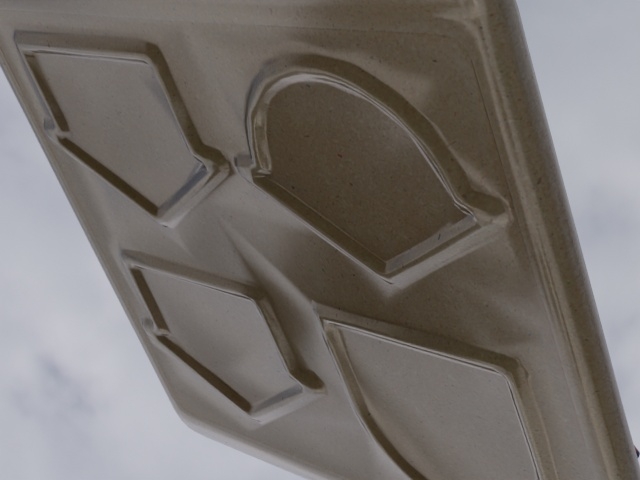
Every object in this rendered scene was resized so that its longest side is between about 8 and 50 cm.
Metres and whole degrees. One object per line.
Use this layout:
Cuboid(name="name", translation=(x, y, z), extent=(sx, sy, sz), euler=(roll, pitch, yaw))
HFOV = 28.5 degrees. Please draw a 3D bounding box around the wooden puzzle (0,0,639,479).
Cuboid(name="wooden puzzle", translation=(0.000, 0.000, 0.564), extent=(0.322, 0.348, 0.080), euler=(13, -131, 45))
